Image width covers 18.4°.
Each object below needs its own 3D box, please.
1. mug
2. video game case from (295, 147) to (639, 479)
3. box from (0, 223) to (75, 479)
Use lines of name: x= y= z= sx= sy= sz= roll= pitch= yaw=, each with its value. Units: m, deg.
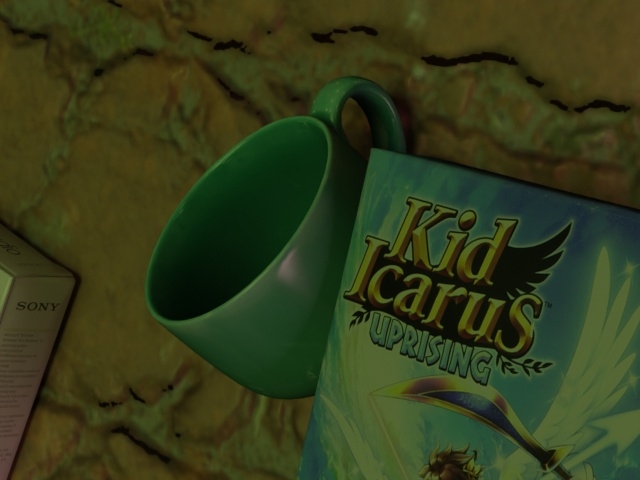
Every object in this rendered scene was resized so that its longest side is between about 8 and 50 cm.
mug: x=-0.001 y=0.007 z=1.007 sx=0.158 sy=0.097 sz=0.129 roll=-43 pitch=29 yaw=10
video game case: x=0.098 y=0.102 z=0.855 sx=0.269 sy=0.061 sz=0.244 roll=17 pitch=95 yaw=49
box: x=-0.295 y=0.115 z=1.298 sx=0.232 sy=0.058 sz=0.322 roll=32 pitch=108 yaw=38
